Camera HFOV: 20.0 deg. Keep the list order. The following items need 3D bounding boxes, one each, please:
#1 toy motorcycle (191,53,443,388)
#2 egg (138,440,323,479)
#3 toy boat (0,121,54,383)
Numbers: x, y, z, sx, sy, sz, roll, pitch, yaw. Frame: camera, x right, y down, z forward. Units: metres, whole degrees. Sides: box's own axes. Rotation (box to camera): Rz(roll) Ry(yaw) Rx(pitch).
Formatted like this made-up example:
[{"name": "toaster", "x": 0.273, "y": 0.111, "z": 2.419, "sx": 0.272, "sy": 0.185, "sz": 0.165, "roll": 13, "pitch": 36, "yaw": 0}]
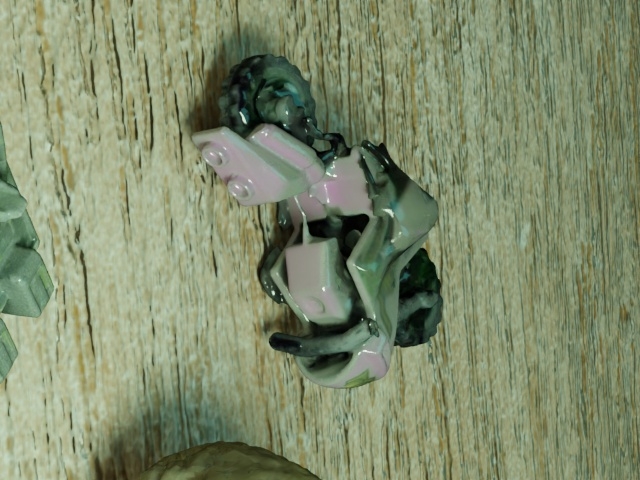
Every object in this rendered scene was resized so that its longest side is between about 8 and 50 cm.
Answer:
[{"name": "toy motorcycle", "x": 0.000, "y": 0.000, "z": 1.579, "sx": 0.327, "sy": 0.143, "sz": 0.188, "roll": 53, "pitch": 48, "yaw": -30}, {"name": "egg", "x": -0.061, "y": 0.310, "z": 1.386, "sx": 0.279, "sy": 0.279, "sz": 0.310, "roll": 35, "pitch": 49, "yaw": -49}, {"name": "toy boat", "x": -0.256, "y": -0.039, "z": 1.188, "sx": 0.319, "sy": 0.092, "sz": 0.141, "roll": 77, "pitch": 29, "yaw": -48}]
